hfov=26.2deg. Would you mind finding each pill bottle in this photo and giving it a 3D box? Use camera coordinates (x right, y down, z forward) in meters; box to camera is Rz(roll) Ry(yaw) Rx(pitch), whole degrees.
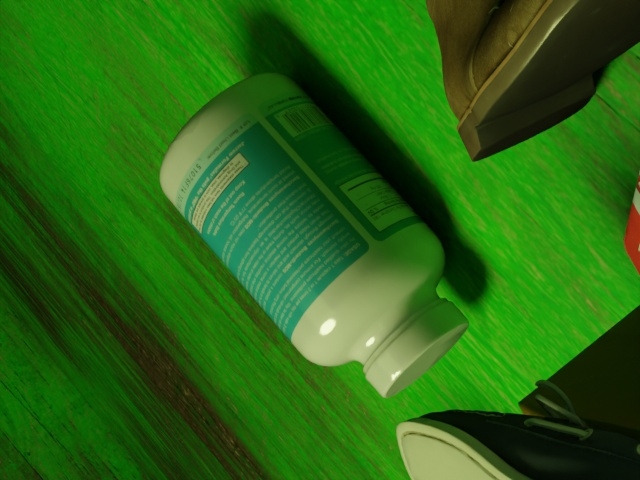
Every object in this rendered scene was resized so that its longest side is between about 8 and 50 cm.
[{"bbox_3d":[0.000,0.000,1.116,0.264,0.146,0.146,49,157,16],"label":"pill bottle"}]

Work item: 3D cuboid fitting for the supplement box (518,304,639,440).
[{"bbox_3d":[0.259,0.153,0.835,0.194,0.129,0.191,61,157,-15],"label":"supplement box"}]

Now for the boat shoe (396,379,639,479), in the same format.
[{"bbox_3d":[0.138,0.137,0.781,0.254,0.079,0.095,4,123,59],"label":"boat shoe"}]

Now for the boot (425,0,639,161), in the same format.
[{"bbox_3d":[0.108,-0.128,0.739,0.305,0.112,0.115,125,121,-81],"label":"boot"}]

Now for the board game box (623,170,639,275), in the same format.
[{"bbox_3d":[0.247,0.014,0.571,0.302,0.086,0.308,86,166,-52],"label":"board game box"}]
